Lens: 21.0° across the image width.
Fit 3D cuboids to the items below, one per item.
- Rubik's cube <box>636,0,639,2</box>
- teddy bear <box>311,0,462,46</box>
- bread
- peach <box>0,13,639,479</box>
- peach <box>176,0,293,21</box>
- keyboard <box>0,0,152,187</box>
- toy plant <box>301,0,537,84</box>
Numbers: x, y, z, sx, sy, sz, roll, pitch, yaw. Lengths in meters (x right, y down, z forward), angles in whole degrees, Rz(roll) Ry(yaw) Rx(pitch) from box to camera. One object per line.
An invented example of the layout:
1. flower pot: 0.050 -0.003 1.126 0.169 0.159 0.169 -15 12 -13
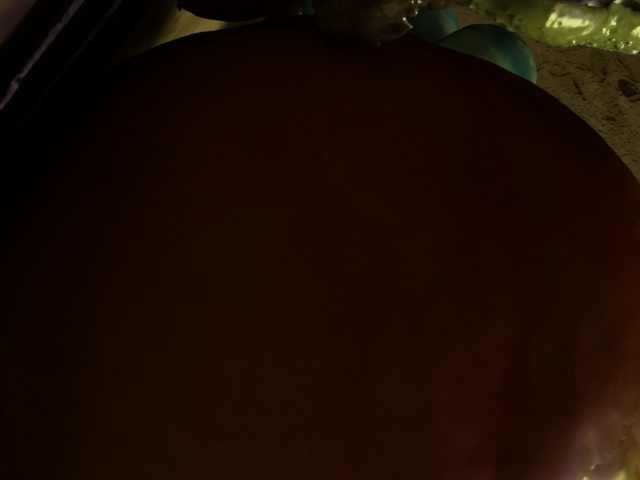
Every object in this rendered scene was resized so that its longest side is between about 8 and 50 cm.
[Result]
1. Rubik's cube: 0.423 -0.276 1.114 0.347 0.347 0.344 -17 132 -54
2. teddy bear: 0.074 -0.239 0.669 0.223 0.296 0.246 1 -147 38
3. bread: 0.155 -0.196 1.233 0.286 0.207 0.056 -113 -139 -58
4. peach: 0.000 0.041 0.833 0.343 0.343 0.301 117 -18 -75
5. peach: -0.028 -0.148 0.869 0.098 0.061 0.098 -54 170 -13
6. keyboard: -0.069 -0.134 0.747 0.262 0.016 0.106 -55 177 -17
7. toy plant: 0.029 -0.090 1.286 0.247 0.247 0.332 -57 -176 39
